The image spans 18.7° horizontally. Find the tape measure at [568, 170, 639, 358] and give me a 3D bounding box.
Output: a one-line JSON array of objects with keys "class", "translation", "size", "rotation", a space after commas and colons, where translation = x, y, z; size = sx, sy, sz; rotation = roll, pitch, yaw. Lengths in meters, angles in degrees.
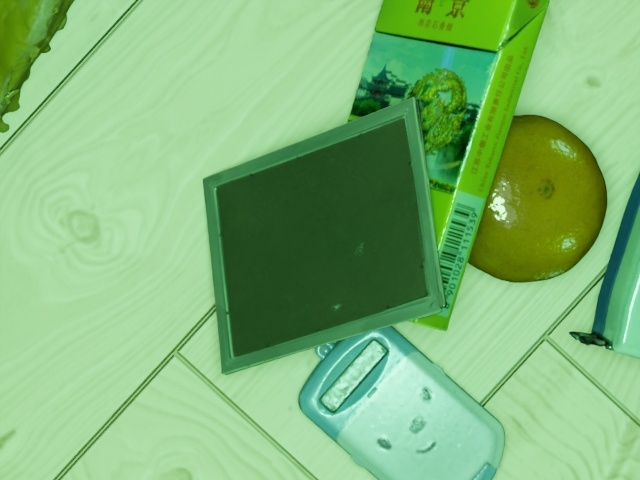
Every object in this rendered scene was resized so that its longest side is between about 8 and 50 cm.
[{"class": "tape measure", "translation": [0.379, -0.043, 1.795], "size": [0.215, 0.098, 0.351], "rotation": [15, 96, -11]}]

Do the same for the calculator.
[{"class": "calculator", "translation": [0.075, 0.167, 1.839], "size": [0.210, 0.039, 0.121], "rotation": [42, 89, -1]}]

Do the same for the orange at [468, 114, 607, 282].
[{"class": "orange", "translation": [0.185, -0.038, 1.795], "size": [0.156, 0.124, 0.156], "rotation": [2, 84, -17]}]

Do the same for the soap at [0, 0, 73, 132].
[{"class": "soap", "translation": [-0.287, -0.283, 1.824], "size": [0.169, 0.304, 0.338], "rotation": [30, 130, -7]}]

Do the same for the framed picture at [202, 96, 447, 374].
[{"class": "framed picture", "translation": [0.000, 0.000, 1.755], "size": [0.252, 0.014, 0.197], "rotation": [-19, 69, 34]}]

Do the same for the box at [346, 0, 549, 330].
[{"class": "box", "translation": [0.094, -0.100, 1.767], "size": [0.047, 0.187, 0.335], "rotation": [17, 91, -36]}]
